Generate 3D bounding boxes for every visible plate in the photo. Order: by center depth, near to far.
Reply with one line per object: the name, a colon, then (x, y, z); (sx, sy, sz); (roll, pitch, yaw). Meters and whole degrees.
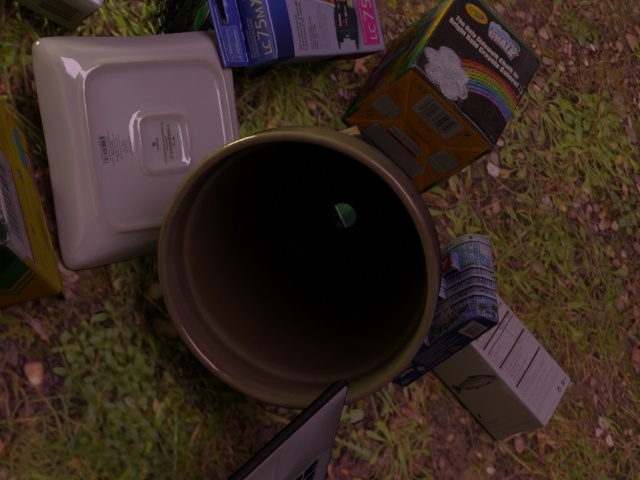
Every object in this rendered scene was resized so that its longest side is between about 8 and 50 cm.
plate: (-0.202, -0.119, 1.295); (0.278, 0.045, 0.277); (-11, 97, -38)

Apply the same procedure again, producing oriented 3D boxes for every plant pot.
plant pot: (0.000, 0.000, 1.278); (0.323, 0.323, 0.280); (52, 21, -6)

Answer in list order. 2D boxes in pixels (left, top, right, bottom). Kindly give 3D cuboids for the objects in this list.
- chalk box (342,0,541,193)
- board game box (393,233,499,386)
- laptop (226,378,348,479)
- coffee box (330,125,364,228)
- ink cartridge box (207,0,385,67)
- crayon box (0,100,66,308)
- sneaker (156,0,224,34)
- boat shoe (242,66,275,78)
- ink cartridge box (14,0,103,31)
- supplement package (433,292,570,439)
chalk box: (0.199, -0.250, 1.611); (0.180, 0.179, 0.289); (43, 51, -12)
board game box: (0.155, 0.073, 1.458); (0.060, 0.194, 0.194); (25, 44, -26)
laptop: (-0.035, 0.437, 1.117); (0.236, 0.407, 0.382); (32, 46, 22)
coffee box: (0.043, -0.067, 1.506); (0.113, 0.040, 0.184); (-20, 83, -39)
ink cartridge box: (-0.033, -0.336, 1.430); (0.311, 0.065, 0.185); (-17, 96, -49)
crayon box: (-0.346, -0.045, 1.088); (0.081, 0.318, 0.202); (-15, 78, -7)
sneaker: (-0.111, -0.375, 1.470); (0.146, 0.134, 0.343); (41, 56, -25)
boat shoe: (-0.050, -0.300, 1.523); (0.183, 0.066, 0.066); (-33, 90, -40)
ink cartridge box: (-0.351, -0.465, 1.283); (0.272, 0.130, 0.309); (26, 75, -24)
supplement package: (0.251, 0.181, 1.507); (0.179, 0.105, 0.105); (48, 51, -9)
